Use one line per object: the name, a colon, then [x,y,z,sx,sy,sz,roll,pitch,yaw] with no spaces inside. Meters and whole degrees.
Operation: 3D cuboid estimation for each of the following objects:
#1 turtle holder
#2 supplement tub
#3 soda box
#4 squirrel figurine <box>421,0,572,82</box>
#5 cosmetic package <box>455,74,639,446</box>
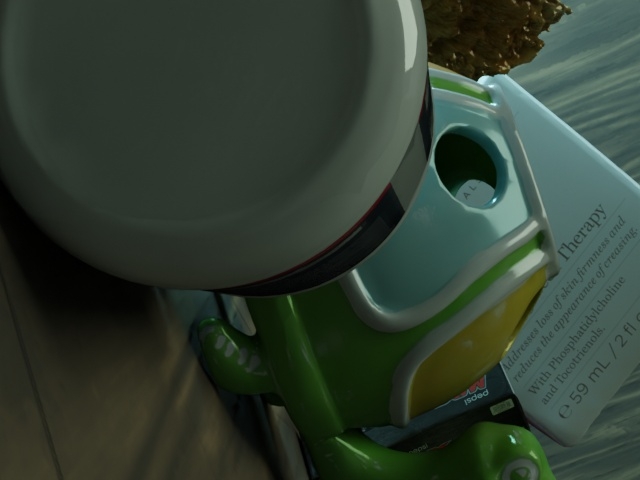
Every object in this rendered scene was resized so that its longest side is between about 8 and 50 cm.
turtle holder: [0.040,0.021,0.887,0.243,0.227,0.320,66,7,-54]
supplement tub: [-0.040,-0.068,0.659,0.272,0.191,0.191,33,34,-83]
soda box: [0.072,0.148,1.044,0.060,0.169,0.053,-109,174,-51]
squirrel figurine: [0.035,-0.219,1.359,0.281,0.397,0.371,1,78,-51]
cosmetic package: [0.250,0.016,1.847,0.393,0.329,0.327,38,-1,-8]
